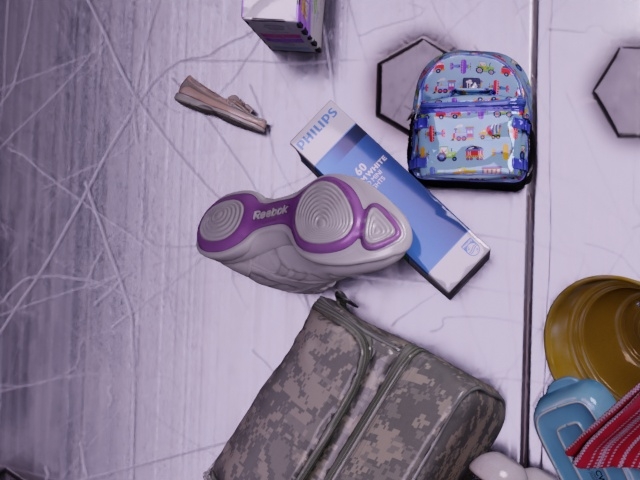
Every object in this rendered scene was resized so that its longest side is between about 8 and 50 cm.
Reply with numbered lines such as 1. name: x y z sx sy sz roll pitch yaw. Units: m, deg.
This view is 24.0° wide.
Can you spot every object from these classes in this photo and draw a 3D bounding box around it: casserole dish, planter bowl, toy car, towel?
1. casserole dish: 0.320 0.253 1.784 0.114 0.037 0.188 -29 89 39
2. planter bowl: 0.378 0.125 1.768 0.217 0.090 0.217 20 123 34
3. toy car: 0.224 0.346 1.749 0.136 0.182 0.159 32 94 49
4. towel: 0.438 0.213 1.681 0.275 0.199 0.031 8 53 -21

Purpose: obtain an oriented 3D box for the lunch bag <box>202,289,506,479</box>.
1. lunch bag: 0.031 0.242 1.778 0.256 0.212 0.305 31 90 26

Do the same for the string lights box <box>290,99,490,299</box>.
1. string lights box: 0.085 -0.045 1.815 0.260 0.133 0.077 44 89 8

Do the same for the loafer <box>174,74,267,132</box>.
1. loafer: -0.122 -0.173 1.900 0.125 0.045 0.039 21 83 11

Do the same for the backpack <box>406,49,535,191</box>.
1. backpack: 0.184 -0.152 1.820 0.158 0.117 0.173 4 84 7

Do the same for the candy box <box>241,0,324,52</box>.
1. candy box: -0.039 -0.325 1.819 0.070 0.196 0.165 3 86 9

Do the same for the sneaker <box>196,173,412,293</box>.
1. sneaker: 0.000 0.000 1.776 0.305 0.152 0.114 1 64 43
